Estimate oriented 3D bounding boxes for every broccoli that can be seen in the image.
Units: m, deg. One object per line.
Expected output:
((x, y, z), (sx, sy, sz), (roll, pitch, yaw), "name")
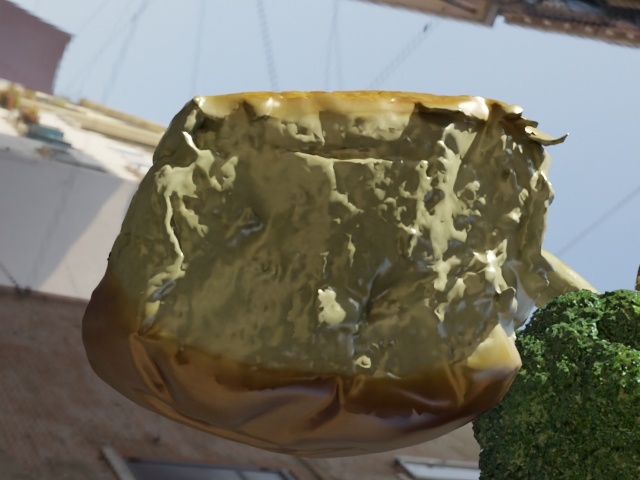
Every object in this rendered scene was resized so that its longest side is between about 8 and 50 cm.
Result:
((0.273, 0.178, 0.930), (0.270, 0.270, 0.270), (-36, -137, 43), "broccoli")

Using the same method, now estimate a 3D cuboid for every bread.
((-0.006, 0.027, 0.662), (0.250, 0.278, 0.225), (125, -29, -78), "bread")

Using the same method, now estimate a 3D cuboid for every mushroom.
((0.389, 0.079, 1.680), (0.087, 0.107, 0.333), (-41, -123, -10), "mushroom")

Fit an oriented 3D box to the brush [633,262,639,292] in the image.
((0.660, 0.081, 1.621), (0.071, 0.300, 0.084), (80, 25, -44), "brush")
